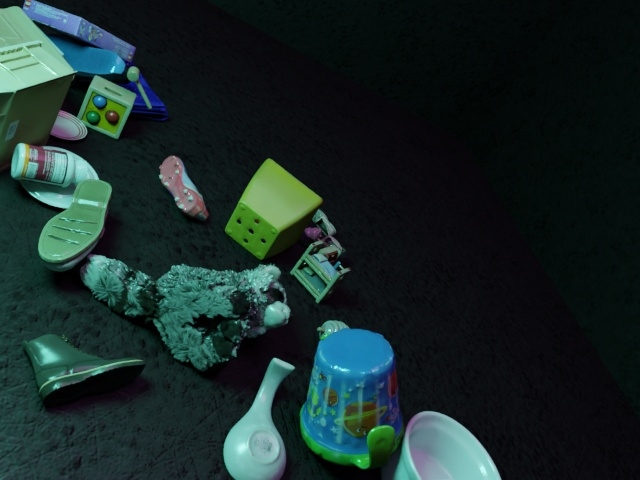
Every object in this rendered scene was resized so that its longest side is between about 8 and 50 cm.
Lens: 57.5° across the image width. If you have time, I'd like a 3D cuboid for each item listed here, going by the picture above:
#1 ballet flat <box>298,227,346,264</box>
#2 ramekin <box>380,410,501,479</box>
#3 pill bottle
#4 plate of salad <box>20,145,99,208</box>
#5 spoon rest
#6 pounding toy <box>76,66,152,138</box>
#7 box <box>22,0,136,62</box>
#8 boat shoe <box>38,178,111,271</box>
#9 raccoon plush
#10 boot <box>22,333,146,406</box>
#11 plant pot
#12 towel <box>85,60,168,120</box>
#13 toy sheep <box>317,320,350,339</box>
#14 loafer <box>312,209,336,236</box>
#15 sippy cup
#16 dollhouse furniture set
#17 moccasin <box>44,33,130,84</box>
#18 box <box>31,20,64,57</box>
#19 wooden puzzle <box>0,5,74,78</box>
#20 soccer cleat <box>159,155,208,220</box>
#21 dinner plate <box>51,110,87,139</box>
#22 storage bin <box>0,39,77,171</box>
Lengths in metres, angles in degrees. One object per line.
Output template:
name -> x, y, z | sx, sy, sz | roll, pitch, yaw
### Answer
ballet flat -> 0.000, 0.000, 1.901 | 0.203, 0.074, 0.074 | 33, 29, -6
ramekin -> 0.270, 0.548, 1.336 | 0.277, 0.135, 0.277 | 27, 31, -18
pill bottle -> -0.634, -0.171, 1.368 | 0.151, 0.086, 0.086 | 9, 39, -39
plate of salad -> -0.651, -0.153, 1.448 | 0.199, 0.048, 0.200 | 26, 40, -24
spoon rest -> -0.119, 0.387, 1.230 | 0.137, 0.084, 0.277 | 28, 44, -12
pounding toy -> -0.591, -0.409, 1.718 | 0.181, 0.206, 0.094 | 23, 32, -23
box -> -0.743, -0.649, 1.818 | 0.200, 0.057, 0.293 | 23, 6, 12
boat shoe -> -0.539, -0.019, 1.310 | 0.113, 0.103, 0.302 | 15, 34, -8
raccoon plush -> -0.275, 0.094, 1.357 | 0.446, 0.216, 0.299 | 37, 21, 1
boot -> -0.448, 0.221, 1.110 | 0.197, 0.077, 0.137 | -2, 42, -50
plant pot -> -0.156, -0.071, 1.719 | 0.212, 0.212, 0.187 | 37, 42, 2
towel -> -0.664, -0.522, 1.936 | 0.308, 0.076, 0.227 | 50, 31, 22
toy sheep -> 0.039, 0.257, 1.560 | 0.132, 0.091, 0.091 | 34, 23, -44
loafer -> 0.003, -0.064, 2.024 | 0.125, 0.045, 0.039 | 48, 38, 14
sippy cup -> 0.072, 0.324, 1.272 | 0.305, 0.224, 0.240 | 20, 31, 33
dollhouse furniture set -> 0.032, 0.079, 1.760 | 0.129, 0.129, 0.183 | 46, 31, 17
moccasin -> -0.745, -0.535, 1.800 | 0.341, 0.138, 0.117 | 22, -9, 15
box -> -0.857, -0.545, 1.708 | 0.170, 0.130, 0.091 | 44, 29, 14
wooden puzzle -> -0.877, -0.493, 1.507 | 0.322, 0.081, 0.347 | 47, 37, 14
soccer cleat -> -0.400, -0.153, 1.704 | 0.248, 0.083, 0.095 | 54, 4, 37
dinner plate -> -0.731, -0.323, 1.639 | 0.141, 0.017, 0.141 | 27, 30, -17
storage bin -> -0.733, -0.304, 1.362 | 0.123, 0.262, 0.260 | 37, 29, -4
